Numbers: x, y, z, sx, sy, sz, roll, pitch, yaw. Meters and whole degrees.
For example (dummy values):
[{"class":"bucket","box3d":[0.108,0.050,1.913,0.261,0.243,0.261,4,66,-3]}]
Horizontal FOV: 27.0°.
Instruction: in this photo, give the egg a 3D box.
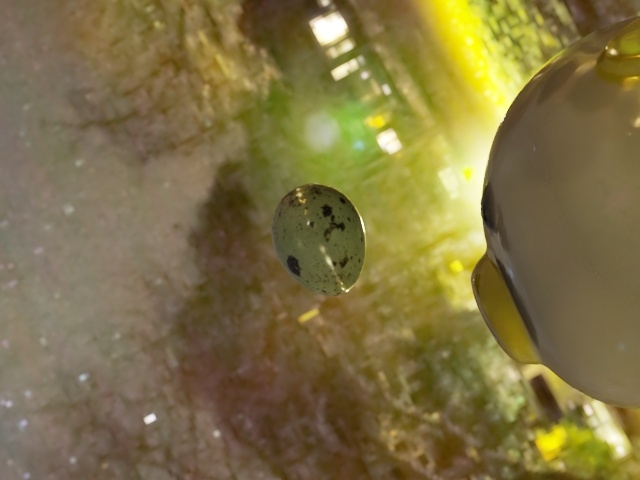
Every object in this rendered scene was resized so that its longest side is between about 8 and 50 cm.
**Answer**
[{"class":"egg","box3d":[0.000,0.000,1.217,0.110,0.085,0.085,65,-174,18]}]

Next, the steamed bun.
[{"class":"steamed bun","box3d":[0.282,-0.023,1.073,0.334,0.334,0.374,62,-174,4]}]
